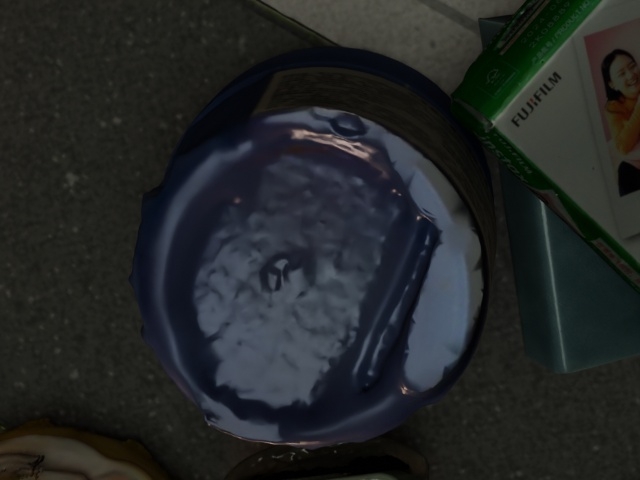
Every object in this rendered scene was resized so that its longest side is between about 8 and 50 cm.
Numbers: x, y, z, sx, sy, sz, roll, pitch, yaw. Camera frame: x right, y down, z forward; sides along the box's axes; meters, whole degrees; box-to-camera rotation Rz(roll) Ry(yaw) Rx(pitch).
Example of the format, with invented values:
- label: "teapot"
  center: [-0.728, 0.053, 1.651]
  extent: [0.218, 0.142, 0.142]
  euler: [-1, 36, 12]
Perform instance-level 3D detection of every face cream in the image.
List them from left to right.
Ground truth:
- label: "face cream"
  center: [0.000, 0.000, 1.359]
  extent: [0.249, 0.225, 0.249]
  euler: [1, 104, 5]

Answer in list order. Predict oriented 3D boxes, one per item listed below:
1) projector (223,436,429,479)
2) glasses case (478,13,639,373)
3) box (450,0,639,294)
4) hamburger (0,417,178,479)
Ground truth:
- label: "projector"
  center: [0.009, 0.266, 1.430]
  extent: [0.163, 0.177, 0.242]
  euler: [-6, 82, 7]
- label: "glasses case"
  center: [0.185, -0.037, 1.416]
  extent: [0.105, 0.056, 0.266]
  euler: [-8, 105, 8]
- label: "box"
  center: [0.230, -0.076, 1.342]
  extent: [0.250, 0.103, 0.180]
  euler: [41, 92, -17]
- label: "hamburger"
  center: [-0.223, 0.291, 1.457]
  extent: [0.276, 0.237, 0.276]
  euler: [2, 108, 6]
